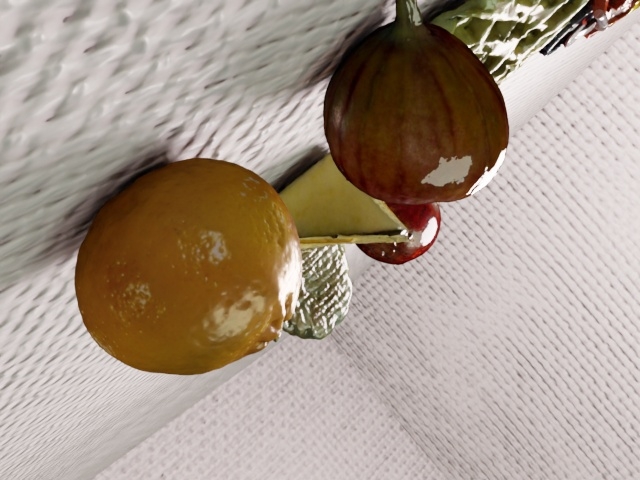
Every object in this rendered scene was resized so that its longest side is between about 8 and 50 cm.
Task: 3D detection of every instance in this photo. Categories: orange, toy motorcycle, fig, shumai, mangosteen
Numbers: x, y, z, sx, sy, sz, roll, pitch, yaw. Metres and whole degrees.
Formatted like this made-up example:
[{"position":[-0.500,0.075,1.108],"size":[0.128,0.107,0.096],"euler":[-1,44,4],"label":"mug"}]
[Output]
[{"position":[-0.097,0.022,0.732],"size":[0.178,0.155,0.177],"euler":[-30,161,-11],"label":"orange"},{"position":[0.374,-0.332,1.208],"size":[0.298,0.089,0.171],"euler":[-34,170,-32],"label":"toy motorcycle"},{"position":[0.068,-0.120,0.817],"size":[0.149,0.202,0.148],"euler":[-21,-161,24],"label":"fig"},{"position":[-0.050,0.042,1.377],"size":[0.184,0.184,0.142],"euler":[-37,-157,-23],"label":"shumai"},{"position":[0.128,-0.047,1.502],"size":[0.181,0.146,0.156],"euler":[-33,168,-44],"label":"mangosteen"}]

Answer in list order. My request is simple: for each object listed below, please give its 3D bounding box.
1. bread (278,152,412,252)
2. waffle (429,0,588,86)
[{"position":[0.000,0.000,1.154],"size":[0.178,0.135,0.240],"euler":[-40,176,4],"label":"bread"},{"position":[0.156,-0.190,1.024],"size":[0.297,0.073,0.317],"euler":[-38,173,-12],"label":"waffle"}]
